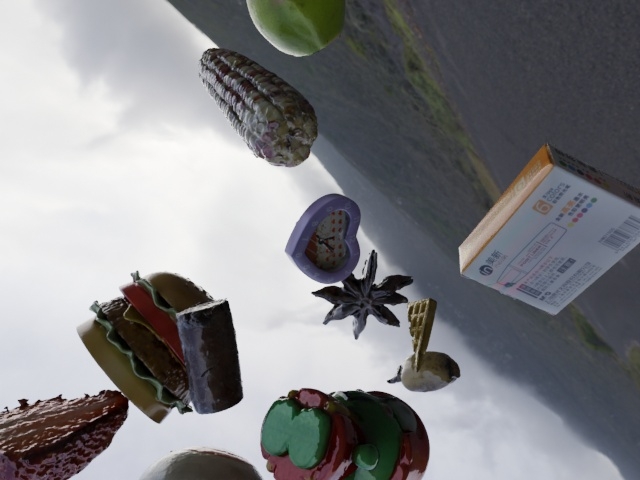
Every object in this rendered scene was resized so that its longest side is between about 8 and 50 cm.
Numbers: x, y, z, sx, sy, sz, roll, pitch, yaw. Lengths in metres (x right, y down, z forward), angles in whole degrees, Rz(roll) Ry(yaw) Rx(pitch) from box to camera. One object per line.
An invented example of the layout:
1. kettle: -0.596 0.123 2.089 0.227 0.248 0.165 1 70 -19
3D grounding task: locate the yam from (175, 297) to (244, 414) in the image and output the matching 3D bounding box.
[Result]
1. yam: -0.151 0.155 0.681 0.079 0.079 0.141 -24 -75 -73

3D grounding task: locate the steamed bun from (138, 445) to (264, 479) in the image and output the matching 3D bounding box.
1. steamed bun: -0.228 0.510 0.998 0.283 0.283 0.177 37 -131 -34

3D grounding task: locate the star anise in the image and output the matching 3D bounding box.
1. star anise: 0.118 0.149 1.306 0.288 0.288 0.088 42 -156 -20

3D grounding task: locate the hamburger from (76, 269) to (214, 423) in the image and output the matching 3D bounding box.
1. hamburger: -0.281 0.177 0.916 0.274 0.212 0.274 43 160 20

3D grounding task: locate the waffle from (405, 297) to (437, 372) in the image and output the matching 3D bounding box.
1. waffle: 0.235 0.242 1.261 0.032 0.190 0.125 27 158 -19

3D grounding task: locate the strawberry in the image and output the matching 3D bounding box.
1. strawberry: -0.434 0.331 0.791 0.236 0.106 0.175 0 -163 -8

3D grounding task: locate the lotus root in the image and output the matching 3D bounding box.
1. lotus root: 0.298 0.386 1.456 0.125 0.221 0.118 30 -126 -47

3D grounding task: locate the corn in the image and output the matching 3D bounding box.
1. corn: -0.079 -0.155 0.544 0.080 0.079 0.237 32 -170 -45

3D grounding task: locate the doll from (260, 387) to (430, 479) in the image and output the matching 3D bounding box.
1. doll: 0.065 0.305 0.738 0.363 0.183 0.160 23 -111 -50

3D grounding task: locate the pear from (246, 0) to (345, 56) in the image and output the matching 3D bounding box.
1. pear: -0.053 -0.468 0.941 0.219 0.188 0.187 57 -169 -25

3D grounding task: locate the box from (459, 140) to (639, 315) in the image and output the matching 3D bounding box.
1. box: 0.410 -0.009 0.889 0.221 0.273 0.091 26 -142 -8

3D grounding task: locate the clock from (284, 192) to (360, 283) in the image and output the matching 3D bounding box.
1. clock: 0.000 0.000 1.043 0.172 0.197 0.064 -17 -150 -27
